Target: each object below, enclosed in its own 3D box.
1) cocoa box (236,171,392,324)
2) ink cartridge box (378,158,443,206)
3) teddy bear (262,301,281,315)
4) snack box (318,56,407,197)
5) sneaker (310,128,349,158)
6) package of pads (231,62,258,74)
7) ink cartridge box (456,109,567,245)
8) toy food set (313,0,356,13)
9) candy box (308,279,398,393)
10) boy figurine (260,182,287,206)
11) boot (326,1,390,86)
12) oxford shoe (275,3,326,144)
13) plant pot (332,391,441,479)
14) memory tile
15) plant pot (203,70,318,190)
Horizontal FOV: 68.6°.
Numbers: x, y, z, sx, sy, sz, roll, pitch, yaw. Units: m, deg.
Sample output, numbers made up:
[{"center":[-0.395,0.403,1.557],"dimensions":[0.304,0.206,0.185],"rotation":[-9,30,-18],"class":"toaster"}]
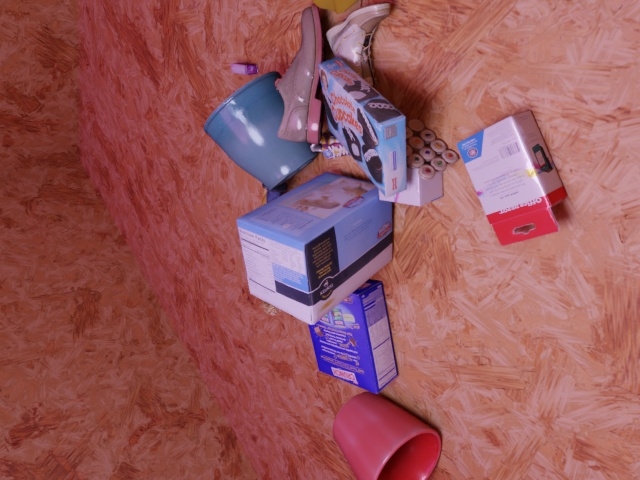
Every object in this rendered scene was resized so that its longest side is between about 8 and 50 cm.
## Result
[{"center":[0.000,0.000,1.198],"dimensions":[0.231,0.347,0.228],"rotation":[19,128,36],"class":"cocoa box"},{"center":[0.206,-0.144,1.120],"dimensions":[0.143,0.092,0.090],"rotation":[16,120,47],"class":"ink cartridge box"},{"center":[-0.096,0.126,1.519],"dimensions":[0.113,0.245,0.338],"rotation":[22,129,9],"class":"teddy bear"},{"center":[0.092,-0.264,1.063],"dimensions":[0.187,0.060,0.322],"rotation":[78,167,-45],"class":"snack box"},{"center":[0.054,-0.244,1.247],"dimensions":[0.185,0.084,0.069],"rotation":[24,149,48],"class":"sneaker"},{"center":[-0.242,-0.547,1.495],"dimensions":[0.083,0.050,0.032],"rotation":[26,127,42],"class":"package of pads"},{"center":[0.383,-0.119,0.927],"dimensions":[0.134,0.078,0.231],"rotation":[-23,90,53],"class":"ink cartridge box"},{"center":[0.064,-0.621,1.080],"dimensions":[0.128,0.071,0.218],"rotation":[51,146,-18],"class":"toy food set"},{"center":[0.086,0.276,1.454],"dimensions":[0.268,0.122,0.317],"rotation":[5,110,48],"class":"candy box"},{"center":[-0.176,-0.127,1.569],"dimensions":[0.285,0.092,0.177],"rotation":[120,151,-55],"class":"boy figurine"},{"center":[0.102,-0.446,1.105],"dimensions":[0.213,0.077,0.165],"rotation":[-1,106,58],"class":"boot"},{"center":[-0.054,-0.424,1.196],"dimensions":[0.130,0.123,0.348],"rotation":[3,91,5],"class":"oxford shoe"},{"center":[0.180,0.607,1.411],"dimensions":[0.243,0.275,0.275],"rotation":[32,131,48],"class":"plant pot"},{"center":[0.226,-0.206,1.049],"dimensions":[0.148,0.113,0.012],"rotation":[48,156,21],"class":"memory tile"},{"center":[-0.149,-0.295,1.355],"dimensions":[0.255,0.272,0.272],"rotation":[53,143,-4],"class":"plant pot"}]
